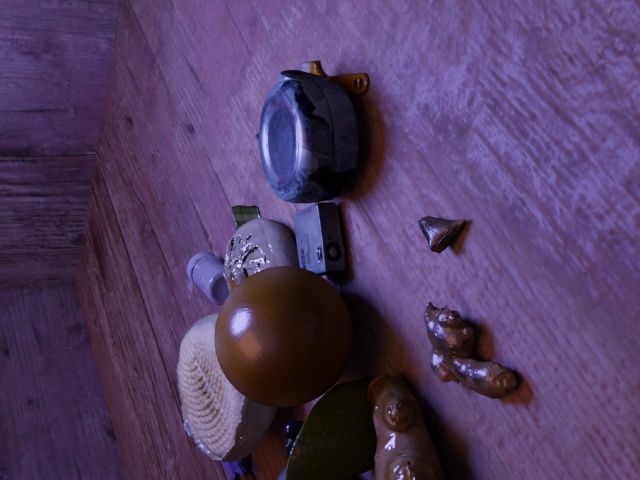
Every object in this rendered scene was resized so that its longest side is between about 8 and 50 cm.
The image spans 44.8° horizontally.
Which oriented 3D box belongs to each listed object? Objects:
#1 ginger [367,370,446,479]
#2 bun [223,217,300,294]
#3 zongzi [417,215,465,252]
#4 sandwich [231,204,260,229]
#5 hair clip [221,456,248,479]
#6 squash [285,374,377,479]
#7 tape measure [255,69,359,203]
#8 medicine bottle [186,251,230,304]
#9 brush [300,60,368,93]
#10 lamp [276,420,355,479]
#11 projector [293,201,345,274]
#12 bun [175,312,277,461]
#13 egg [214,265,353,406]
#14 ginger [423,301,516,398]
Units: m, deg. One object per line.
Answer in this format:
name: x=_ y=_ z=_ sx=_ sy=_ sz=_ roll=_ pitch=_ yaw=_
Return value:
ginger: x=0.129 y=0.403 z=1.331 sx=0.166 sy=0.236 sz=0.375 roll=-32 pitch=64 yaw=17
bun: x=-0.155 y=0.084 z=1.868 sx=0.287 sy=0.146 sz=0.287 roll=8 pitch=99 yaw=62
zongzi: x=0.207 y=-0.031 z=1.326 sx=0.083 sy=0.040 sz=0.076 roll=-56 pitch=39 yaw=31
sandwich: x=-0.208 y=-0.033 z=2.017 sx=0.116 sy=0.074 sz=0.074 roll=-49 pitch=52 yaw=51
hair clip: x=-0.264 y=0.594 z=2.199 sx=0.278 sy=0.090 sz=0.137 roll=31 pitch=108 yaw=47
squash: x=0.003 y=0.379 z=1.508 sx=0.189 sy=0.260 sz=0.189 roll=22 pitch=116 yaw=55
tape measure: x=-0.027 y=-0.212 z=1.596 sx=0.275 sy=0.147 sz=0.256 roll=65 pitch=149 yaw=33
medicine bottle: x=-0.298 y=0.105 z=2.165 sx=0.168 sy=0.105 sz=0.105 roll=33 pitch=122 yaw=54
brush: x=0.023 y=-0.328 z=1.633 sx=0.272 sy=0.013 sz=0.103 roll=17 pitch=109 yaw=58
lamp: x=-0.016 y=0.515 z=1.650 sx=0.244 sy=0.197 sz=0.198 roll=-107 pitch=30 yaw=-42
projector: x=0.000 y=0.000 z=1.666 sx=0.115 sy=0.061 sz=0.147 roll=-20 pitch=76 yaw=61
bun: x=-0.211 y=0.358 z=1.946 sx=0.364 sy=0.202 sz=0.364 roll=11 pitch=103 yaw=55
egg: x=-0.074 y=0.193 z=1.572 sx=0.351 sy=0.282 sz=0.283 roll=15 pitch=-109 yaw=-88
ginger: x=0.235 y=0.182 z=1.275 sx=0.214 sy=0.059 sz=0.133 roll=18 pitch=114 yaw=60
